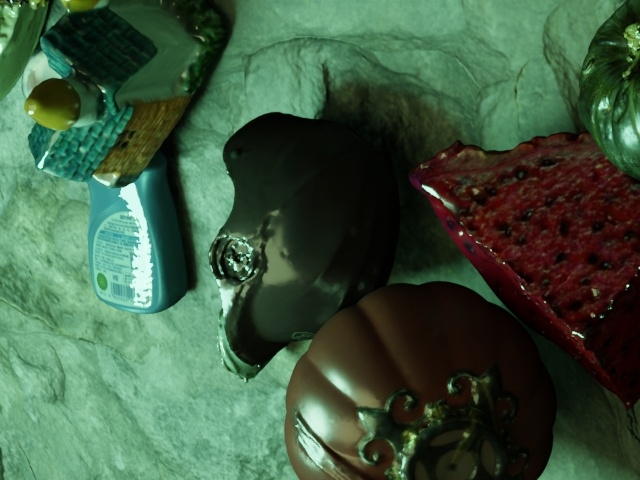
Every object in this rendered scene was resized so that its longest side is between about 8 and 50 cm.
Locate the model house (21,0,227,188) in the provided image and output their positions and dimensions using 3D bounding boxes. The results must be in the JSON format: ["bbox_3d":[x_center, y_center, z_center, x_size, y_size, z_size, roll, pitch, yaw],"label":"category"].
[{"bbox_3d":[-0.289,-0.201,1.702,0.190,0.301,0.271,41,112,10],"label":"model house"}]

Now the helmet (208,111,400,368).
[{"bbox_3d":[0.000,0.000,1.653,0.177,0.225,0.305,0,89,25],"label":"helmet"}]

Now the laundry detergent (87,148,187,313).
[{"bbox_3d":[-0.258,-0.049,1.941,0.143,0.094,0.290,15,118,35],"label":"laundry detergent"}]

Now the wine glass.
[{"bbox_3d":[-0.031,0.116,1.830,0.183,0.122,0.122,-7,108,35],"label":"wine glass"}]

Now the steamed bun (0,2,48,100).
[{"bbox_3d":[-0.494,-0.341,1.896,0.290,0.273,0.272,43,89,10],"label":"steamed bun"}]

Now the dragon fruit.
[{"bbox_3d":[0.238,-0.006,1.453,0.330,0.240,0.302,32,113,13],"label":"dragon fruit"}]

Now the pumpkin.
[{"bbox_3d":[0.337,-0.155,1.306,0.157,0.224,0.223,31,141,-27],"label":"pumpkin"}]

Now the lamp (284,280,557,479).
[{"bbox_3d":[0.109,0.193,1.557,0.257,0.303,0.303,-125,25,-66],"label":"lamp"}]

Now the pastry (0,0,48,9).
[{"bbox_3d":[-0.405,-0.384,1.668,0.275,0.193,0.275,41,144,39],"label":"pastry"}]
